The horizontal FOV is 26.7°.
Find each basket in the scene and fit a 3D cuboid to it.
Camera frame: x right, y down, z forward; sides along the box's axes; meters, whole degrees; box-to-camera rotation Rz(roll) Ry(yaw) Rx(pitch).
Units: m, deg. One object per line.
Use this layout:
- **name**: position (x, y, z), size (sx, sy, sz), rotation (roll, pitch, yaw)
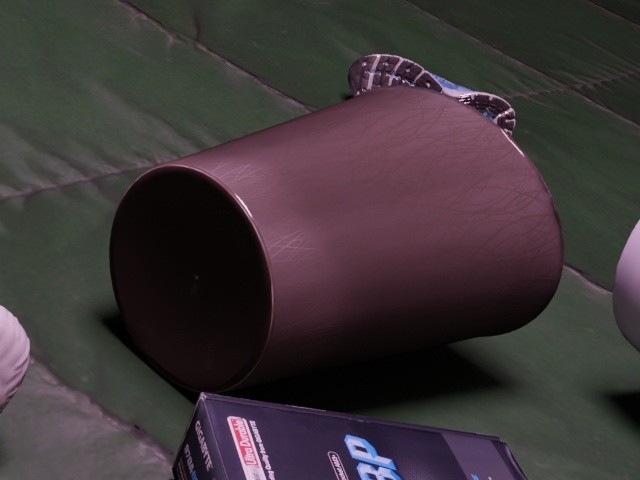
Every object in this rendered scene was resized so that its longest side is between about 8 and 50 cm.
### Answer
- **basket**: position (0.000, 0.000, 0.804), size (0.204, 0.154, 0.227), rotation (35, 31, 31)

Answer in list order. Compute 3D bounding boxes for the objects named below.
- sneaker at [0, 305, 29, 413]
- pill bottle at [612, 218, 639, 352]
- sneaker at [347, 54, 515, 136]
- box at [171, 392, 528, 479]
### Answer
- **sneaker**: position (-0.235, 0.070, 0.564), size (0.086, 0.085, 0.237), rotation (6, 14, 41)
- **pill bottle**: position (0.355, 0.109, 0.750), size (0.229, 0.229, 0.407), rotation (3, 30, -34)
- **sneaker**: position (0.099, -0.128, 1.276), size (0.162, 0.063, 0.073), rotation (21, 6, -10)
- **box**: position (0.039, 0.162, 0.604), size (0.175, 0.051, 0.220), rotation (11, 26, -22)
